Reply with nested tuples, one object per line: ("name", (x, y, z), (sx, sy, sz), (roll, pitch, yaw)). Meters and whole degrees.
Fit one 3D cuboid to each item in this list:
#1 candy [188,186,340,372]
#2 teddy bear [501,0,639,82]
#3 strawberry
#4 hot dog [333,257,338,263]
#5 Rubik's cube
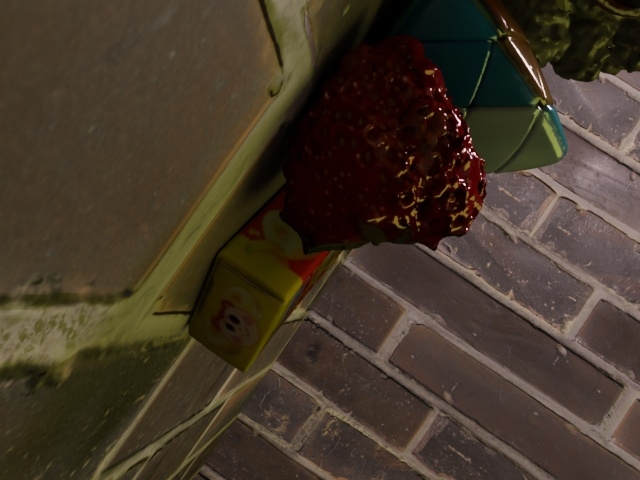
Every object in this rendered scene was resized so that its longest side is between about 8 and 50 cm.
("candy", (-0.029, 0.007, 0.837), (0.276, 0.088, 0.146), (-48, 173, -46))
("teddy bear", (0.418, -0.304, 0.885), (0.357, 0.368, 0.224), (-36, -135, 43))
("strawberry", (0.058, -0.084, 0.668), (0.184, 0.187, 0.201), (-21, 115, -53))
("hot dog", (0.000, 0.000, 1.143), (0.084, 0.073, 0.242), (-61, 174, 9))
("Rubik's cube", (0.114, -0.185, 0.807), (0.254, 0.254, 0.254), (-55, 175, -7))
